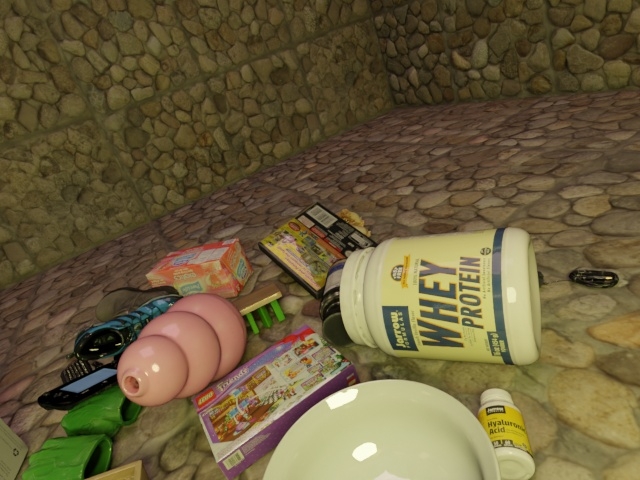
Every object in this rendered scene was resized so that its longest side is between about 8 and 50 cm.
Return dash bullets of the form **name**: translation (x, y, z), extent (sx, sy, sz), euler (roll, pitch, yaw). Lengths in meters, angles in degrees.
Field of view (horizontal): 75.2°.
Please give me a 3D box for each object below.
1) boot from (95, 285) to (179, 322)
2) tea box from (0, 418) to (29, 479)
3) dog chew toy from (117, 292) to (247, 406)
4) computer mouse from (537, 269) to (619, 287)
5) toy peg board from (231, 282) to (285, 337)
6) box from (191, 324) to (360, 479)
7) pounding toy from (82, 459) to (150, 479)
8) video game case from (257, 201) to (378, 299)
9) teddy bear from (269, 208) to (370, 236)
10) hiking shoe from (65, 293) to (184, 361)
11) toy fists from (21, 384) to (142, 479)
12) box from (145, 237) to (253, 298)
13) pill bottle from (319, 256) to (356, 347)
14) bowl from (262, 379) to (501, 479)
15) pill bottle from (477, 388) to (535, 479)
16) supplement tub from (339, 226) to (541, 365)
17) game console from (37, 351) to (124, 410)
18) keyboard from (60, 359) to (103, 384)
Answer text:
- **boot**: translation (-0.627, 0.239, 1.298), extent (0.337, 0.118, 0.223), euler (-15, 18, 20)
- **tea box**: translation (-0.842, 0.443, 0.789), extent (0.323, 0.329, 0.220), euler (-23, 24, -8)
- **dog chew toy**: translation (-0.290, 0.234, 0.878), extent (0.206, 0.207, 0.332), euler (-14, 3, 15)
- **computer mouse**: translation (0.481, 0.078, 0.875), extent (0.241, 0.041, 0.071), euler (-7, 26, 26)
- **toy peg board**: translation (-0.177, 0.195, 1.136), extent (0.161, 0.079, 0.160), euler (-25, 8, -11)
- **box**: translation (-0.094, 0.302, 0.831), extent (0.293, 0.057, 0.200), euler (-30, 25, -20)
- **pounding toy**: translation (-0.356, 0.457, 0.685), extent (0.141, 0.101, 0.130), euler (-15, 22, -14)
- **video game case**: translation (-0.009, 0.019, 1.247), extent (0.248, 0.035, 0.274), euler (-36, 54, -24)
- **teddy bear**: translation (0.000, 0.000, 1.371), extent (0.337, 0.113, 0.245), euler (-26, 42, -16)
- **hiking shoe**: translation (-0.490, 0.241, 1.099), extent (0.303, 0.113, 0.132), euler (-24, 13, -17)
- **toy fists**: translation (-0.489, 0.414, 0.869), extent (0.142, 0.096, 0.279), euler (-7, 23, 4)
- **box**: translation (-0.400, 0.111, 1.389), extent (0.299, 0.142, 0.154), euler (-12, 24, 20)
- **pill bottle**: translation (0.062, 0.141, 0.973), extent (0.122, 0.123, 0.219), euler (-14, 25, 15)
- **bowl**: translation (0.080, 0.333, 0.524), extent (0.297, 0.134, 0.298), euler (-17, 24, 8)
- **pill bottle**: translation (0.260, 0.274, 0.595), extent (0.065, 0.065, 0.116), euler (-12, 24, 19)
- **supplement tub**: translation (0.224, 0.104, 0.781), extent (0.324, 0.236, 0.235), euler (-6, 27, 31)
- **game console**: translation (-0.466, 0.306, 0.999), extent (0.212, 0.044, 0.361), euler (-12, 4, 26)
- **keyboard**: translation (-0.680, 0.378, 1.187), extent (0.108, 0.023, 0.180), euler (-35, 28, -30)
